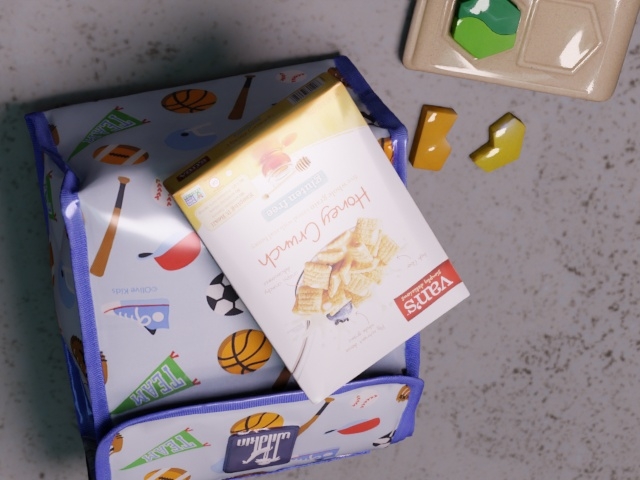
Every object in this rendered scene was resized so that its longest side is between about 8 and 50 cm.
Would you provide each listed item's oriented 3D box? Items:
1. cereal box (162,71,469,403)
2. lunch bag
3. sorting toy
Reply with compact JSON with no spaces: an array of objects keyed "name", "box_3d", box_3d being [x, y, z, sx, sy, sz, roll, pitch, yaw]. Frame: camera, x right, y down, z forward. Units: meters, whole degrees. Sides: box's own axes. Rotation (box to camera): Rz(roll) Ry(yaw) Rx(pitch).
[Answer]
[{"name":"cereal box","box_3d":[0.000,0.000,1.694,0.173,0.047,0.240,-35,114,-4]},{"name":"lunch bag","box_3d":[-0.080,0.062,1.843,0.328,0.239,0.385,-10,120,-12]},{"name":"sorting toy","box_3d":[0.196,-0.199,1.895,0.229,0.041,0.307,7,113,-16]}]
